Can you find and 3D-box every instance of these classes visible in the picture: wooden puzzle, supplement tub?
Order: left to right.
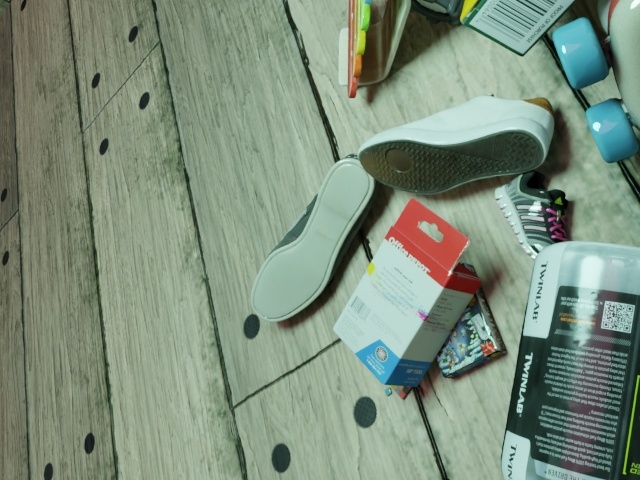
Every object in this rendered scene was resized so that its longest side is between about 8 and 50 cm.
[{"bbox_3d":[0.122,0.201,1.040,0.049,0.006,0.083,45,110,43],"label":"wooden puzzle"},{"bbox_3d":[0.301,0.171,0.737,0.194,0.194,0.316,5,81,46],"label":"supplement tub"}]

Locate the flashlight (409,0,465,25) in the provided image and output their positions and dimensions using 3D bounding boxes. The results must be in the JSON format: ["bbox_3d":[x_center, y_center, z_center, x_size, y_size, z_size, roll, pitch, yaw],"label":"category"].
[{"bbox_3d":[0.229,-0.495,1.086,0.103,0.103,0.304,23,91,17],"label":"flashlight"}]

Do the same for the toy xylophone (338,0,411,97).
[{"bbox_3d":[0.083,-0.389,1.113,0.322,0.081,0.236,100,171,-66],"label":"toy xylophone"}]

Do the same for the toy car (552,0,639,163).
[{"bbox_3d":[0.396,-0.249,0.814,0.219,0.210,0.238,-22,33,25],"label":"toy car"}]

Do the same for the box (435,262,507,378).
[{"bbox_3d":[0.193,0.112,0.980,0.094,0.027,0.137,-36,54,31],"label":"box"}]

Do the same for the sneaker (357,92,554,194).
[{"bbox_3d":[0.195,-0.143,1.006,0.290,0.106,0.123,-1,41,36],"label":"sneaker"}]

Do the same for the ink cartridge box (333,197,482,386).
[{"bbox_3d":[0.129,0.073,0.980,0.134,0.078,0.231,44,110,44],"label":"ink cartridge box"}]

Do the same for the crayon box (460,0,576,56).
[{"bbox_3d":[0.320,-0.446,0.795,0.363,0.106,0.313,-48,19,58],"label":"crayon box"}]

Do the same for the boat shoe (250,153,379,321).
[{"bbox_3d":[0.000,0.000,1.179,0.112,0.095,0.335,37,112,8],"label":"boat shoe"}]

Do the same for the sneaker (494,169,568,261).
[{"bbox_3d":[0.291,-0.028,0.899,0.075,0.063,0.170,-50,43,30],"label":"sneaker"}]
